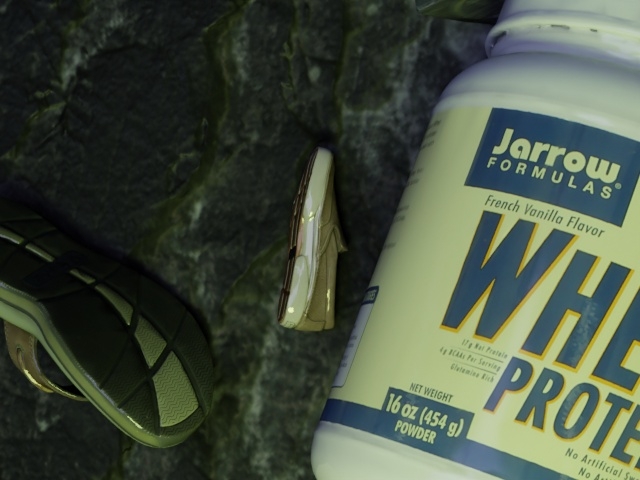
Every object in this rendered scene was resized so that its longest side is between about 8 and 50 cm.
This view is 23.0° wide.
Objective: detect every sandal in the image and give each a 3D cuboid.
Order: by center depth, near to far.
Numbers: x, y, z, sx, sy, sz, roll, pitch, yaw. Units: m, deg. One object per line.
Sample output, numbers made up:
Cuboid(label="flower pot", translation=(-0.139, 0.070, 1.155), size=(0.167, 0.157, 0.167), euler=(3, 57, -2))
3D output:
Cuboid(label="sandal", translation=(-0.199, 0.065, 1.230), size=(0.302, 0.120, 0.086), euler=(35, 128, 28))

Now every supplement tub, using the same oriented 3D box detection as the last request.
Cuboid(label="supplement tub", translation=(0.151, 0.032, 0.947), size=(0.235, 0.235, 0.325), euler=(15, 80, 28))

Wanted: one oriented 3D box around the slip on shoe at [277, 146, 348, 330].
Cuboid(label="slip on shoe", translation=(0.000, 0.000, 1.159), size=(0.041, 0.051, 0.135), euler=(11, 79, -11))

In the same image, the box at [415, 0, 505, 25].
Cuboid(label="box", translation=(0.166, -0.374, 1.015), size=(0.318, 0.097, 0.395), euler=(-19, 74, 49))
